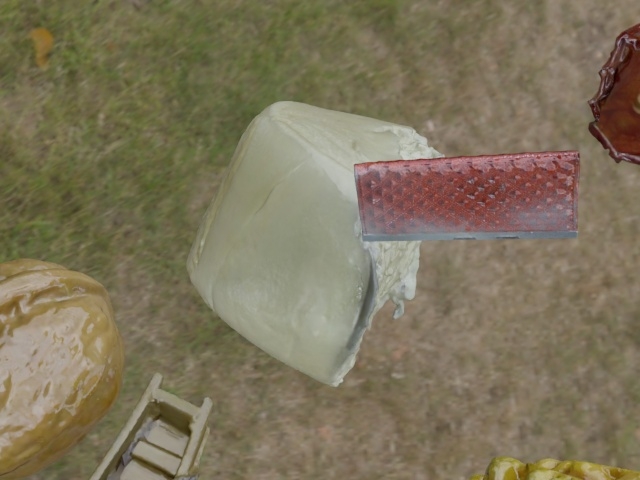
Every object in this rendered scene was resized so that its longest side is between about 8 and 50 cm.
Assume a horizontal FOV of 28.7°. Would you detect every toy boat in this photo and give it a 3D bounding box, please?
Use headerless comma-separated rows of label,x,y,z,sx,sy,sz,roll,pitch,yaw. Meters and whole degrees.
toy boat,-0.243,0.337,1.256,0.136,0.162,0.445,23,60,11

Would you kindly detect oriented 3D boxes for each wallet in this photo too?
wallet,0.130,-0.037,1.109,0.103,0.196,0.020,78,14,-49

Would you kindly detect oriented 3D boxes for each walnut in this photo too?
walnut,-0.331,0.139,1.368,0.257,0.224,0.257,-27,140,-26

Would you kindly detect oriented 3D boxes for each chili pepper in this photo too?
chili pepper,0.336,-0.140,0.984,0.252,0.136,0.144,-20,128,-41

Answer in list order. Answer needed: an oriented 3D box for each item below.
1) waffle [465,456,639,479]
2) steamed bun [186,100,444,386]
waffle,0.233,0.337,1.164,0.151,0.324,0.261,17,76,-52
steamed bun,0.000,0.000,1.383,0.273,0.272,0.290,18,100,-3
